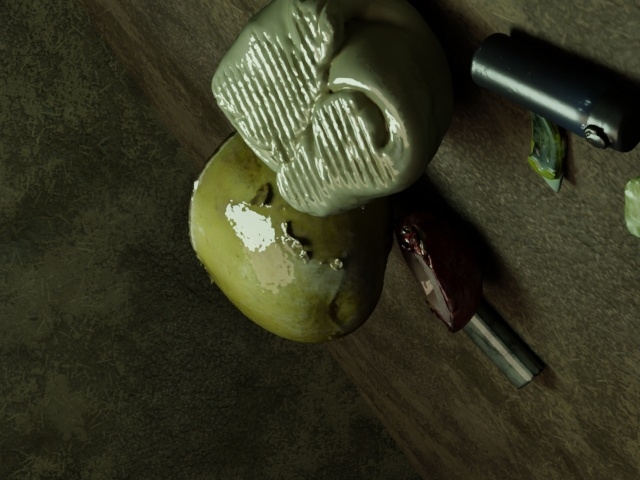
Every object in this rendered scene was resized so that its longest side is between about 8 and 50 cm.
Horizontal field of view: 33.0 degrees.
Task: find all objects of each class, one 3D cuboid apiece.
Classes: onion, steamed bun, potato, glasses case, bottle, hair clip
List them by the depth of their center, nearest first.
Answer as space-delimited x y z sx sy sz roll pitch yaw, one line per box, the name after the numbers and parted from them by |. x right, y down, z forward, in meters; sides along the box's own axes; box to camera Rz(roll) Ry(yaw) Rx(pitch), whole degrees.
0.285 -0.178 1.300 0.244 0.082 0.072 36 158 43 | bottle
0.301 -0.138 1.455 0.060 0.033 0.188 43 168 33 | hair clip
0.041 -0.221 1.601 0.368 0.255 0.342 -21 97 48 | steamed bun
0.219 0.033 1.954 0.227 0.120 0.283 59 179 28 | onion
0.000 0.000 2.003 0.319 0.385 0.442 41 155 37 | potato
0.317 0.166 2.152 0.299 0.060 0.114 47 166 10 | glasses case

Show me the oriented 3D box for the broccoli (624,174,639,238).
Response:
0.382 -0.069 0.940 0.247 0.243 0.263 59 165 23 | broccoli
